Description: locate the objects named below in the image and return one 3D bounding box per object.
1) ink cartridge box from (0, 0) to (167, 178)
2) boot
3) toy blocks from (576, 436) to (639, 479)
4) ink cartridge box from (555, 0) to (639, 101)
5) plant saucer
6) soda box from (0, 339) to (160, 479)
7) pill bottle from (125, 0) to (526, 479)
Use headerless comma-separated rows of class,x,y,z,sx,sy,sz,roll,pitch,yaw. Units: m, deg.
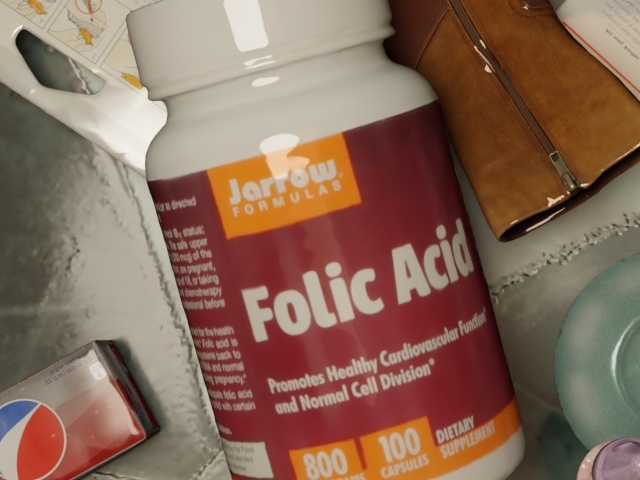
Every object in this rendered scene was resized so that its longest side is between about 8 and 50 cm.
ink cartridge box,-0.161,-0.207,1.316,0.275,0.060,0.239,34,90,2
boot,0.170,-0.178,1.216,0.264,0.096,0.280,-37,61,11
toy blocks,0.352,0.252,1.133,0.309,0.260,0.288,-8,72,-5
ink cartridge box,0.248,-0.162,1.296,0.115,0.067,0.198,44,89,5
plant saucer,0.286,0.102,1.301,0.195,0.037,0.195,0,88,3
soda box,-0.265,0.179,1.292,0.263,0.083,0.092,-29,86,1
pill bottle,0.000,0.000,1.194,0.224,0.224,0.392,-15,96,1
